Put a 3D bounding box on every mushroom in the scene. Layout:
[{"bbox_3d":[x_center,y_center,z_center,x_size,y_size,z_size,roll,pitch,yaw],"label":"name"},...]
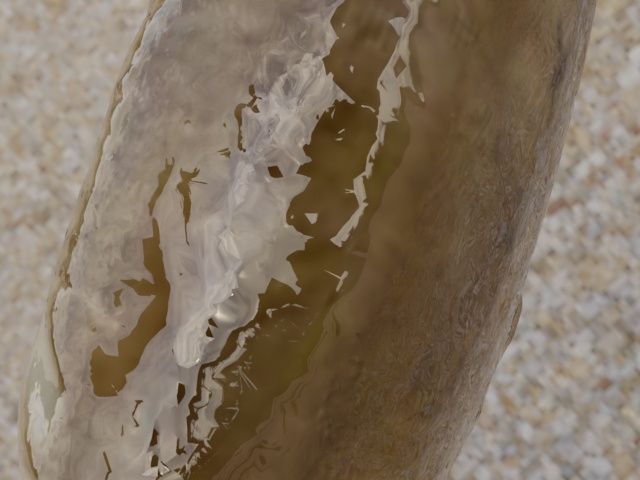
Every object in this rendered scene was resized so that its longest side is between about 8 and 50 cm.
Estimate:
[{"bbox_3d":[0.005,-0.014,0.894,0.314,0.224,0.397,111,180,-48],"label":"mushroom"}]
